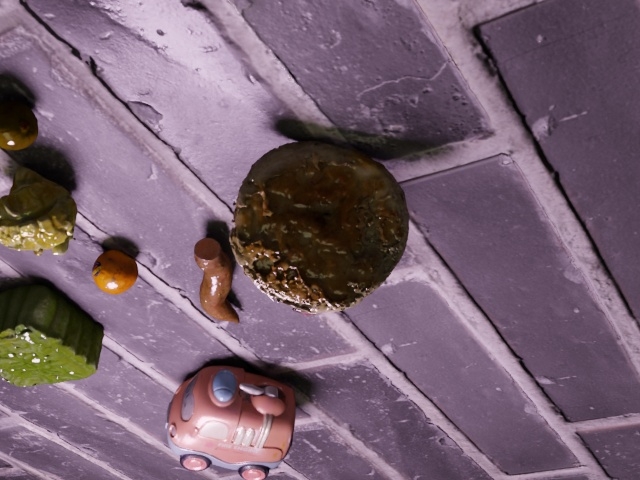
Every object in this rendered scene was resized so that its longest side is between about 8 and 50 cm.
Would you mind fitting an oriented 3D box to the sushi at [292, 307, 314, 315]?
[{"bbox_3d":[-0.004,0.001,1.486,0.107,0.241,0.161,0,-175,-12],"label":"sushi"}]

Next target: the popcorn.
[{"bbox_3d":[-0.463,-0.036,1.489,0.135,0.141,0.162,19,128,42],"label":"popcorn"}]

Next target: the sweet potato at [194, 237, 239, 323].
[{"bbox_3d":[-0.193,0.083,1.684,0.067,0.059,0.281,-25,153,-17],"label":"sweet potato"}]

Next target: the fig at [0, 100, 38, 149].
[{"bbox_3d":[-0.464,-0.170,1.359,0.088,0.074,0.074,5,151,40],"label":"fig"}]

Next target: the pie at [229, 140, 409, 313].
[{"bbox_3d":[-0.002,-0.024,1.374,0.274,0.274,0.055,9,-179,-5],"label":"pie"}]

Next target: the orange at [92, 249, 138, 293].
[{"bbox_3d":[-0.371,0.057,1.653,0.083,0.083,0.083,4,145,3],"label":"orange"}]

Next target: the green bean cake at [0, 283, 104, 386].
[{"bbox_3d":[-0.587,0.196,1.842,0.222,0.125,0.248,-9,142,21],"label":"green bean cake"}]

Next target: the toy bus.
[{"bbox_3d":[-0.185,0.384,2.002,0.288,0.194,0.232,16,136,-13],"label":"toy bus"}]
